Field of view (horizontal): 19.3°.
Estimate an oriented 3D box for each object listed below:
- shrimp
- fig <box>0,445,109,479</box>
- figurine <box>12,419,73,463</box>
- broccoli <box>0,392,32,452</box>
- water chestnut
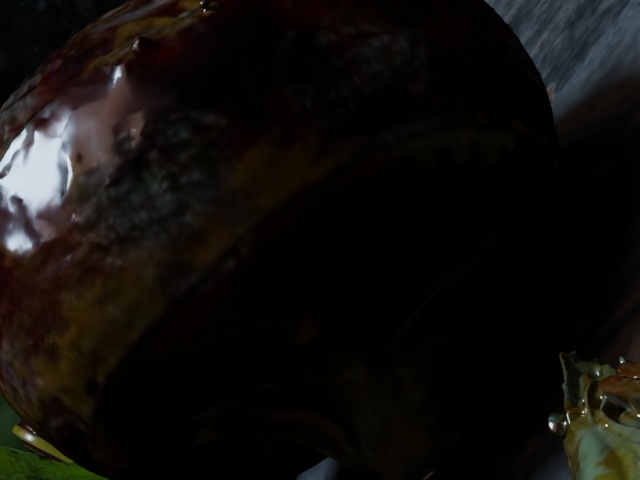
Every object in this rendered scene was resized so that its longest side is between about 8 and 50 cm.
[{"bbox_3d":[0.145,0.085,0.757,0.115,0.051,0.217,-51,16,6],"label":"shrimp"},{"bbox_3d":[-0.225,0.242,1.464,0.235,0.203,0.203,-21,13,-10],"label":"fig"},{"bbox_3d":[-0.223,0.123,1.703,0.154,0.098,0.082,-64,13,-5],"label":"figurine"},{"bbox_3d":[-0.432,0.184,1.972,0.297,0.297,0.297,-4,55,45],"label":"broccoli"},{"bbox_3d":[-0.010,0.011,1.014,0.350,0.350,0.302,-51,60,27],"label":"water chestnut"}]
